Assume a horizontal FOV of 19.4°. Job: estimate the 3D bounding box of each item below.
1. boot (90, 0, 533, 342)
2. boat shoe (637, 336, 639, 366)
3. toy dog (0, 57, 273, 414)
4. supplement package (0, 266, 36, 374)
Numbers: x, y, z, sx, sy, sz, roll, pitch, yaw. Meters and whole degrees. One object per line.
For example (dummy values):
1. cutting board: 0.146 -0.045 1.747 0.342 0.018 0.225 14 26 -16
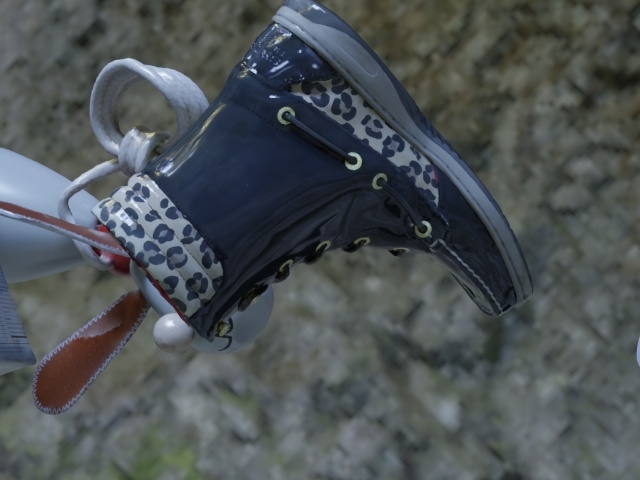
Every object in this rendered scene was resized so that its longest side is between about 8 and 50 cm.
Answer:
1. boot: -0.001 -0.001 1.071 0.236 0.178 0.085 50 -8 -27
2. boat shoe: 0.274 0.057 1.437 0.035 0.100 0.035 24 7 22
3. toy dog: -0.213 0.008 1.271 0.334 0.161 0.220 1 -58 38
4. supplement package: -0.307 0.014 1.145 0.149 0.194 0.203 75 -5 -87
